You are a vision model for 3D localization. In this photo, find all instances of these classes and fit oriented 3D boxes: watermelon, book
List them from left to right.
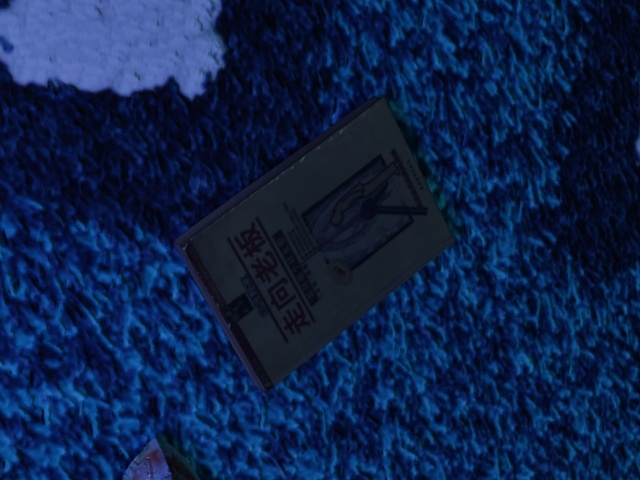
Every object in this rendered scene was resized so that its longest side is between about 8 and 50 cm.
[{"bbox_3d":[-0.121,0.210,1.225,0.085,0.061,0.085,-2,95,-22],"label":"watermelon"},{"bbox_3d":[0.000,0.000,1.287,0.231,0.026,0.161,-38,115,-21],"label":"book"}]
